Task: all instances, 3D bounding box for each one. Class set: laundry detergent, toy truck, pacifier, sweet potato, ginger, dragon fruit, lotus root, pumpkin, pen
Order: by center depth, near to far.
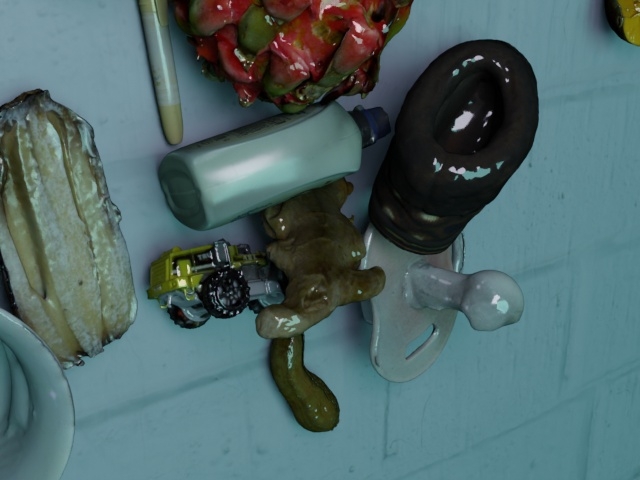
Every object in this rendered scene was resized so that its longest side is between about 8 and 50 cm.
[{"bbox_3d":[-0.025,-0.274,0.847,0.231,0.302,0.237,46,49,-43],"label":"dragon fruit"},{"bbox_3d":[-0.320,-0.011,0.889,0.167,0.078,0.329,-29,123,-45],"label":"lotus root"},{"bbox_3d":[-0.189,-0.227,0.910,0.032,0.040,0.233,-28,122,-38],"label":"pen"},{"bbox_3d":[-0.047,-0.106,0.949,0.280,0.215,0.105,-25,100,-22],"label":"laundry detergent"},{"bbox_3d":[0.000,-0.001,0.983,0.166,0.333,0.080,6,127,-9],"label":"ginger"},{"bbox_3d":[-0.090,0.050,1.031,0.286,0.136,0.111,-4,81,-37],"label":"toy truck"},{"bbox_3d":[0.160,0.068,1.154,0.220,0.273,0.332,-12,115,-7],"label":"pacifier"},{"bbox_3d":[-0.032,0.211,1.174,0.081,0.062,0.233,-40,123,-34],"label":"sweet potato"},{"bbox_3d":[0.537,-0.427,1.280,0.119,0.107,0.183,3,114,-27],"label":"pumpkin"}]

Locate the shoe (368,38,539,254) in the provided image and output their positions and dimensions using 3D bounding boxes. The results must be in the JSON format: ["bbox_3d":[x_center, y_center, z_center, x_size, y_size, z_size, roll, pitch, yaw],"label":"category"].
[{"bbox_3d":[0.203,-0.176,1.020,0.384,0.171,0.237,-56,175,-30],"label":"shoe"}]

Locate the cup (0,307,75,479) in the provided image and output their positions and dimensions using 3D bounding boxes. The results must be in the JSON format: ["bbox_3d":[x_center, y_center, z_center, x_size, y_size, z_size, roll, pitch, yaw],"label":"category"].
[{"bbox_3d":[-0.448,0.171,0.798,0.347,0.163,0.347,-10,115,-22],"label":"cup"}]
